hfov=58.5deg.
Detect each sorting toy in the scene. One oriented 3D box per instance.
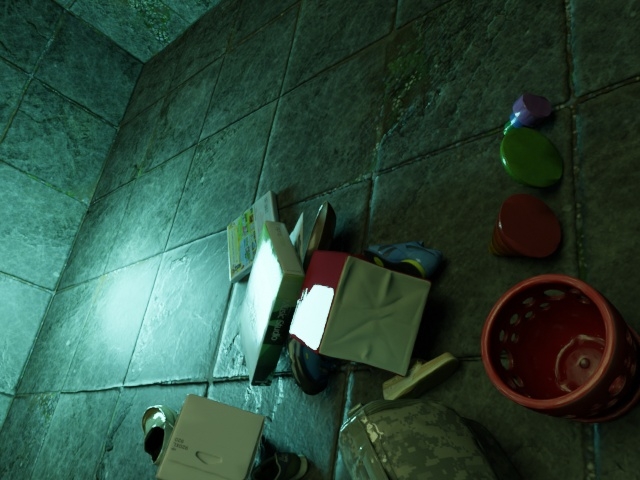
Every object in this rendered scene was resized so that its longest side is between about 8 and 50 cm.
[{"bbox_3d":[0.370,-0.111,1.092,0.126,0.127,0.365,126,160,-61],"label":"sorting toy"}]

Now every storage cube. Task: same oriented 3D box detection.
[{"bbox_3d":[0.071,0.131,1.101,0.193,0.184,0.215,-176,104,-72],"label":"storage cube"}]

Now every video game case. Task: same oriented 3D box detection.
[{"bbox_3d":[-0.200,-0.013,1.708,0.206,0.026,0.227,-37,43,26],"label":"video game case"}]

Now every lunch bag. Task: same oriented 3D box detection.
[{"bbox_3d":[0.168,0.387,0.813,0.212,0.256,0.305,-47,39,15],"label":"lunch bag"}]

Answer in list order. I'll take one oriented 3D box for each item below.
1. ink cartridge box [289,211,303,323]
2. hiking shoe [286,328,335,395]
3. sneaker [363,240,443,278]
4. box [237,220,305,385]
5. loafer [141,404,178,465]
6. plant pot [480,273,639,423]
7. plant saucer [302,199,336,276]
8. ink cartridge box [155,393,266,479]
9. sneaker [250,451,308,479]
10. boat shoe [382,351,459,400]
[{"bbox_3d":[-0.059,0.071,1.385,0.224,0.056,0.181,122,155,-44],"label":"ink cartridge box"},{"bbox_3d":[0.015,0.183,1.250,0.132,0.113,0.304,-18,53,42],"label":"hiking shoe"},{"bbox_3d":[0.176,0.036,1.223,0.082,0.069,0.209,-40,25,-21],"label":"sneaker"},{"bbox_3d":[-0.124,0.147,1.355,0.232,0.058,0.322,-116,36,-54],"label":"box"},{"bbox_3d":[-0.429,0.521,1.535,0.268,0.092,0.102,24,84,53],"label":"loafer"},{"bbox_3d":[0.355,0.166,0.823,0.191,0.174,0.191,-28,46,33],"label":"plant pot"},{"bbox_3d":[0.000,0.000,1.404,0.198,0.036,0.198,-164,90,-82],"label":"plant saucer"},{"bbox_3d":[-0.223,0.443,1.197,0.232,0.171,0.168,110,177,-63],"label":"ink cartridge box"},{"bbox_3d":[-0.119,0.503,1.199,0.192,0.086,0.064,-44,39,18],"label":"sneaker"},{"bbox_3d":[0.178,0.248,1.060,0.170,0.063,0.059,-41,46,23],"label":"boat shoe"}]
